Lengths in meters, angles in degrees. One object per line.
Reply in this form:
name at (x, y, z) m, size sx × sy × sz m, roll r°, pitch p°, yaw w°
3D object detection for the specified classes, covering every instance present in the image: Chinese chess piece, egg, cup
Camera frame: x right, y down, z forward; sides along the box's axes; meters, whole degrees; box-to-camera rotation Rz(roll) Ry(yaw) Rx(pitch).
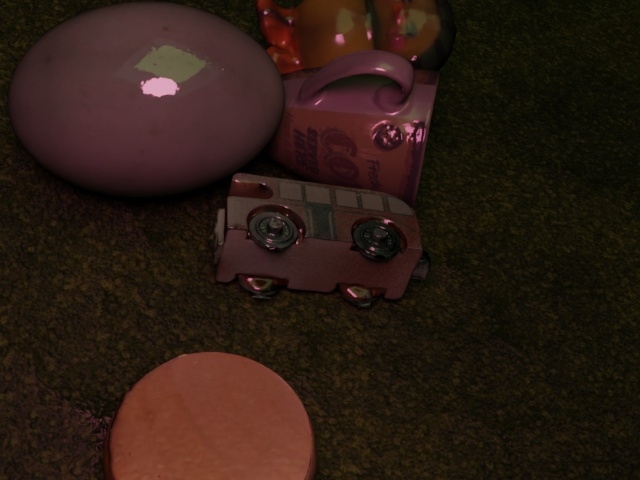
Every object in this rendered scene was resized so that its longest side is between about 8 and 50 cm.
Chinese chess piece at (-0.128, 0.254, 0.978) m, size 0.251 × 0.097 × 0.250 m, roll 5°, pitch 50°, yaw -6°
egg at (-0.245, -0.199, 1.180) m, size 0.389 × 0.276 × 0.276 m, roll -2°, pitch 53°, yaw -2°
cup at (0.045, -0.188, 1.272) m, size 0.257 × 0.301 × 0.227 m, roll 9°, pitch 66°, yaw 4°

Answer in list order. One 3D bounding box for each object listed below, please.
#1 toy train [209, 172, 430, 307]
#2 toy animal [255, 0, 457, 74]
toy train at (0.000, 0.000, 1.213) m, size 0.327 × 0.129 × 0.159 m, roll 6°, pitch 46°, yaw -12°
toy animal at (0.065, -0.350, 1.448) m, size 0.339 × 0.191 × 0.215 m, roll -9°, pitch 82°, yaw 5°
